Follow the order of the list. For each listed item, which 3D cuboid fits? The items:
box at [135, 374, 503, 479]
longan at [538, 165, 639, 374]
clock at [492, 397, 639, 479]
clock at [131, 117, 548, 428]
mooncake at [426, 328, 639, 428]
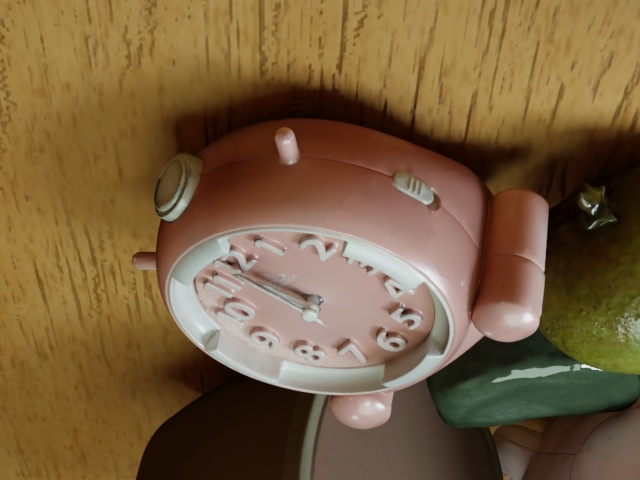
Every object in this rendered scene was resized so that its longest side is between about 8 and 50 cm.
[{"bbox_3d":[-0.003,0.240,1.536,0.216,0.301,0.301,-15,150,38],"label":"box"},{"bbox_3d":[0.212,0.013,1.248,0.155,0.145,0.176,-48,128,-1],"label":"longan"},{"bbox_3d":[0.328,0.270,1.534,0.368,0.250,0.376,34,167,-28],"label":"clock"},{"bbox_3d":[0.000,0.000,1.235,0.241,0.142,0.227,25,142,-23],"label":"clock"},{"bbox_3d":[0.167,0.090,1.429,0.175,0.104,0.168,10,146,-25],"label":"mooncake"}]
